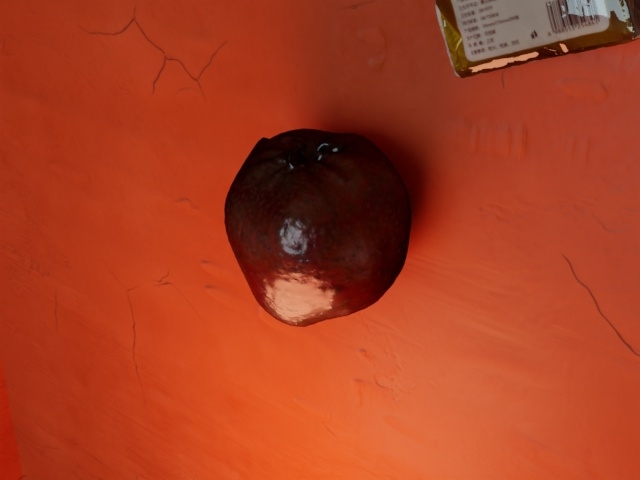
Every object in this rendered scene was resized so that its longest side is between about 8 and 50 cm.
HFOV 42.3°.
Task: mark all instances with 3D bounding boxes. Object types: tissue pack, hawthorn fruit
[{"bbox_3d":[0.239,-0.291,0.928,0.226,0.092,0.183,-4,107,44],"label":"tissue pack"},{"bbox_3d":[0.000,0.000,1.178,0.265,0.265,0.307,23,131,33],"label":"hawthorn fruit"}]
